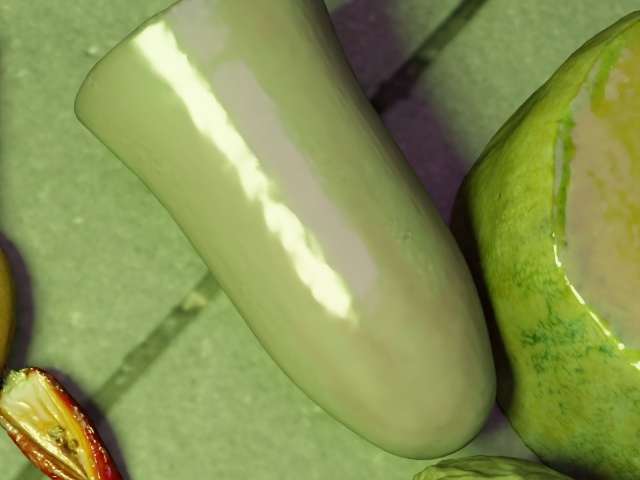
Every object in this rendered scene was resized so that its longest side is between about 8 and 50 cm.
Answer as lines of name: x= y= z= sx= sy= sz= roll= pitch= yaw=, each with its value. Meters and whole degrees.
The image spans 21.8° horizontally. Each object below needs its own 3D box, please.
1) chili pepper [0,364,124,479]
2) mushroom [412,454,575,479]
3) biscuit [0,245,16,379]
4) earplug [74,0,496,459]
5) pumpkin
chili pepper: x=-0.143 y=0.140 z=1.013 sx=0.045 sy=0.027 sz=0.178 roll=-41 pitch=76 yaw=-10
mushroom: x=0.122 y=0.250 z=0.909 sx=0.190 sy=0.164 sz=0.267 roll=10 pitch=71 yaw=3
biscuit: x=-0.278 y=0.082 z=1.011 sx=0.224 sy=0.033 sz=0.144 roll=-34 pitch=58 yaw=-10
earplug: x=0.000 y=0.000 z=1.004 sx=0.172 sy=0.172 sz=0.301 roll=-31 pitch=80 yaw=-11
pumpkin: x=0.246 y=-0.004 z=0.988 sx=0.332 sy=0.199 sz=0.332 roll=-1 pitch=70 yaw=2
